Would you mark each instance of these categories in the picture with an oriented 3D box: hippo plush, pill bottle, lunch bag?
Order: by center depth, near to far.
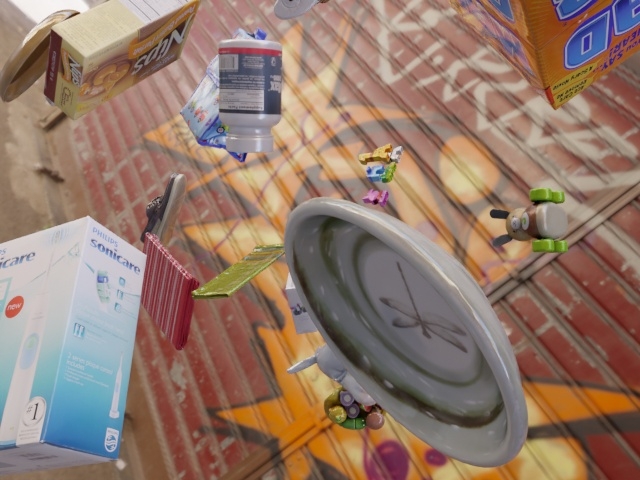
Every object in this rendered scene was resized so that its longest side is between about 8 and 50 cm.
[{"bbox_3d":[-0.118,-0.242,1.023,0.108,0.108,0.180,-102,-166,-76],"label":"pill bottle"},{"bbox_3d":[-0.203,-0.376,1.482,0.138,0.293,0.221,21,18,-33],"label":"lunch bag"},{"bbox_3d":[0.091,0.227,1.489,0.294,0.234,0.236,16,-60,39],"label":"hippo plush"}]

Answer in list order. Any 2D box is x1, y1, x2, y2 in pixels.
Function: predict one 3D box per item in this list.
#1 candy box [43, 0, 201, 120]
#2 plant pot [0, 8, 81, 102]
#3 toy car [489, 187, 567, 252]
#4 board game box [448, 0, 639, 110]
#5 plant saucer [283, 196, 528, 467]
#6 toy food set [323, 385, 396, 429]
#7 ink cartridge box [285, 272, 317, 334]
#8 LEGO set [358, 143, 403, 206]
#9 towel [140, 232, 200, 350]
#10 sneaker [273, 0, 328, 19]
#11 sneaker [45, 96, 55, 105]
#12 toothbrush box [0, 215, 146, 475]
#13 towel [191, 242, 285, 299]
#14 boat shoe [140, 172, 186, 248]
[{"bbox_3d":[-0.386,-0.387,1.195,0.087,0.183,0.316,42,51,-2],"label":"candy box"},{"bbox_3d":[-0.565,-0.374,1.206,0.032,0.236,0.236,40,10,-19],"label":"plant pot"},{"bbox_3d":[0.517,-0.042,1.547,0.149,0.188,0.154,3,84,-45],"label":"toy car"},{"bbox_3d":[0.395,-0.517,0.977,0.356,0.356,0.356,37,20,-54],"label":"board game box"},{"bbox_3d":[0.114,0.100,0.779,0.400,0.101,0.400,41,-26,26],"label":"plant saucer"},{"bbox_3d":[0.118,0.464,1.649,0.071,0.218,0.128,-90,178,-75],"label":"toy food set"},{"bbox_3d":[-0.051,0.149,1.640,0.104,0.062,0.181,-84,164,-66],"label":"ink cartridge box"},{"bbox_3d":[0.154,-0.204,1.721,0.087,0.093,0.227,58,42,-39],"label":"LEGO set"},{"bbox_3d":[-0.385,0.122,1.501,0.031,0.198,0.275,-2,26,-39],"label":"towel"},{"bbox_3d":[-0.030,-0.687,1.725,0.079,0.217,0.121,57,6,-1],"label":"sneaker"},{"bbox_3d":[-0.598,-0.382,1.471,0.090,0.115,0.232,49,20,-10],"label":"sneaker"},{"bbox_3d":[-0.370,0.141,0.803,0.126,0.217,0.295,48,35,-51],"label":"toothbrush box"},{"bbox_3d":[-0.159,0.060,1.262,0.237,0.102,0.021,-39,115,-52],"label":"towel"},{"bbox_3d":[-0.481,-0.086,1.827,0.092,0.285,0.103,26,32,1],"label":"boat shoe"}]
